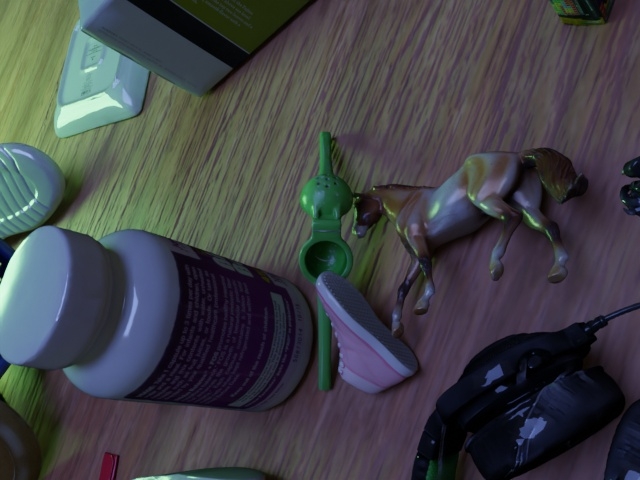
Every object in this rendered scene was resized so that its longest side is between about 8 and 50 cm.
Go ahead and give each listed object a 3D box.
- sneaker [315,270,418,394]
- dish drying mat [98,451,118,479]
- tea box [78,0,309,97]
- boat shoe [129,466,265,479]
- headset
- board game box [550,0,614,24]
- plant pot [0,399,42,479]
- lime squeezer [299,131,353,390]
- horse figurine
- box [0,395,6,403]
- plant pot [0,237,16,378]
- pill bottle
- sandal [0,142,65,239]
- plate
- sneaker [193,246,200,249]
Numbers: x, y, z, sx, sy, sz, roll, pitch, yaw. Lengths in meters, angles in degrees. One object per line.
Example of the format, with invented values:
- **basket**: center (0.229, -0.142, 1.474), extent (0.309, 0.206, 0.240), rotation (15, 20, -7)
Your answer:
- **sneaker**: center (0.029, 0.099, 0.641), extent (0.134, 0.051, 0.070), rotation (47, 119, 3)
- **dish drying mat**: center (-0.300, 0.340, 0.884), extent (0.032, 0.008, 0.083), rotation (-5, 72, 40)
- **tea box**: center (-0.172, -0.456, 0.918), extent (0.323, 0.220, 0.329), rotation (-34, 56, 26)
- **boat shoe**: center (-0.143, 0.306, 0.727), extent (0.227, 0.079, 0.081), rotation (-21, 69, 40)
- **headset**: center (0.183, 0.143, 0.435), extent (0.243, 0.185, 0.394), rotation (30, 106, 41)
- **board game box**: center (0.245, -0.307, 0.572), extent (0.048, 0.141, 0.170), rotation (18, 86, 42)
- **plant pot**: center (-0.545, 0.325, 0.959), extent (0.236, 0.236, 0.032), rotation (-45, 15, 18)
- **lime squeezer**: center (0.000, 0.000, 0.692), extent (0.110, 0.058, 0.311), rotation (133, 139, -65)
- **horse figurine**: center (0.135, -0.018, 0.602), extent (0.263, 0.066, 0.175), rotation (-29, 43, 39)
- **box**: center (-0.653, 0.380, 1.104), extent (0.184, 0.103, 0.261), rotation (26, 91, 39)
- **plant pot**: center (-0.624, 0.114, 1.035), extent (0.212, 0.236, 0.236), rotation (-17, 36, 33)
- **pill bottle**: center (-0.160, 0.084, 0.661), extent (0.169, 0.301, 0.169), rotation (-15, 66, 35)
- **sandal**: center (-0.626, -0.083, 1.236), extent (0.416, 0.169, 0.102), rotation (-24, 21, 32)
- **plate**: center (-0.410, -0.345, 1.195), extent (0.277, 0.045, 0.278), rotation (-4, 73, 38)
- **sneaker**: center (-0.281, 0.136, 0.862), extent (0.315, 0.127, 0.182), rotation (-23, 59, 30)
